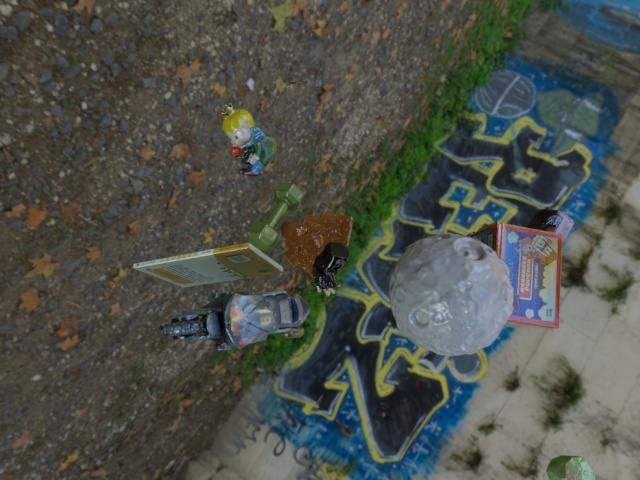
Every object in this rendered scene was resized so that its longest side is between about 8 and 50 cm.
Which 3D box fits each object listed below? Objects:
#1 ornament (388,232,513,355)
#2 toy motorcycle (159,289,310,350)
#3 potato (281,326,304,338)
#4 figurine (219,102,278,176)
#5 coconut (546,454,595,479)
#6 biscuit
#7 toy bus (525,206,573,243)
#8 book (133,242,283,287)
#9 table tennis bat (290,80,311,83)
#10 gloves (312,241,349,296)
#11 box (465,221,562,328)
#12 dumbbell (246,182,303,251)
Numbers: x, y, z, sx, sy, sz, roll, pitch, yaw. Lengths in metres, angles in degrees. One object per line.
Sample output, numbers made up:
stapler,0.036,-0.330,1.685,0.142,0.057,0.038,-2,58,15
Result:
ornament,0.355,0.138,1.211,0.337,0.337,0.337,-52,165,-19
toy motorcycle,-0.135,0.140,0.792,0.307,0.173,0.108,9,72,-68
potato,-0.092,0.305,1.464,0.083,0.040,0.051,1,170,-36
figurine,-0.276,-0.348,1.539,0.185,0.127,0.234,-51,130,3
coconut,0.523,0.494,0.926,0.081,0.082,0.083,83,27,-57
biscuit,0.000,0.000,1.722,0.306,0.284,0.043,-33,167,-3
toy bus,1.012,0.000,2.010,0.303,0.147,0.127,-62,-177,7
book,-0.263,0.067,1.069,0.208,0.295,0.020,48,35,-66
table tennis bat,-0.077,-0.686,1.909,0.086,0.156,0.013,-11,112,-20
gloves,0.027,0.105,1.505,0.204,0.124,0.164,-56,176,27
box,0.706,0.146,1.682,0.318,0.256,0.349,121,-22,-79
dumbbell,-0.171,-0.095,1.691,0.108,0.121,0.302,-22,-150,47
